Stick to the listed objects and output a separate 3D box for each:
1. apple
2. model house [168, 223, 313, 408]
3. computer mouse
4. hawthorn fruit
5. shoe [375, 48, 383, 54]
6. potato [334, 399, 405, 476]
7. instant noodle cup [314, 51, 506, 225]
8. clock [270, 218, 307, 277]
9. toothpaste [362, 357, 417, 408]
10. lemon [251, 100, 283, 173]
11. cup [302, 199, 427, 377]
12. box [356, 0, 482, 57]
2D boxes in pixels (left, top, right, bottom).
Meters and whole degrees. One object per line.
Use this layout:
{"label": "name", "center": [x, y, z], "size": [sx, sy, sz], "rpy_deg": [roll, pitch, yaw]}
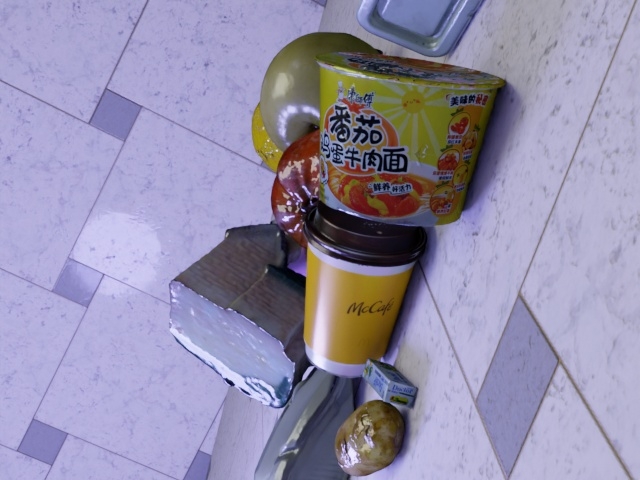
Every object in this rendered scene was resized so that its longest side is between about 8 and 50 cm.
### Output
{"label": "apple", "center": [0.015, -0.306, 1.988], "size": [0.292, 0.292, 0.254], "rpy_deg": [117, 168, -54]}
{"label": "model house", "center": [-0.098, 0.123, 1.811], "size": [0.284, 0.298, 0.243], "rpy_deg": [-47, -20, -33]}
{"label": "computer mouse", "center": [-0.039, 0.399, 1.660], "size": [0.228, 0.145, 0.429], "rpy_deg": [149, 135, -80]}
{"label": "hawthorn fruit", "center": [0.042, -0.106, 1.703], "size": [0.271, 0.242, 0.242], "rpy_deg": [-45, -19, -51]}
{"label": "shoe", "center": [0.098, -0.407, 2.195], "size": [0.179, 0.071, 0.049], "rpy_deg": [158, 121, -73]}
{"label": "potato", "center": [0.071, 0.295, 1.373], "size": [0.170, 0.080, 0.107], "rpy_deg": [122, 172, -66]}
{"label": "instant noodle cup", "center": [0.110, -0.142, 1.277], "size": [0.264, 0.264, 0.200], "rpy_deg": [-108, 25, -72]}
{"label": "clock", "center": [-0.038, 0.042, 2.079], "size": [0.227, 0.090, 0.248], "rpy_deg": [-86, -17, -47]}
{"label": "toothpaste", "center": [0.102, 0.214, 1.394], "size": [0.164, 0.046, 0.034], "rpy_deg": [-151, 78, -80]}
{"label": "lemon", "center": [-0.044, -0.272, 2.276], "size": [0.310, 0.258, 0.258], "rpy_deg": [157, 126, -76]}
{"label": "cup", "center": [0.056, 0.069, 1.479], "size": [0.196, 0.196, 0.279], "rpy_deg": [-96, 14, -63]}
{"label": "box", "center": [0.191, -0.469, 1.473], "size": [0.312, 0.175, 0.182], "rpy_deg": [120, 169, -61]}
